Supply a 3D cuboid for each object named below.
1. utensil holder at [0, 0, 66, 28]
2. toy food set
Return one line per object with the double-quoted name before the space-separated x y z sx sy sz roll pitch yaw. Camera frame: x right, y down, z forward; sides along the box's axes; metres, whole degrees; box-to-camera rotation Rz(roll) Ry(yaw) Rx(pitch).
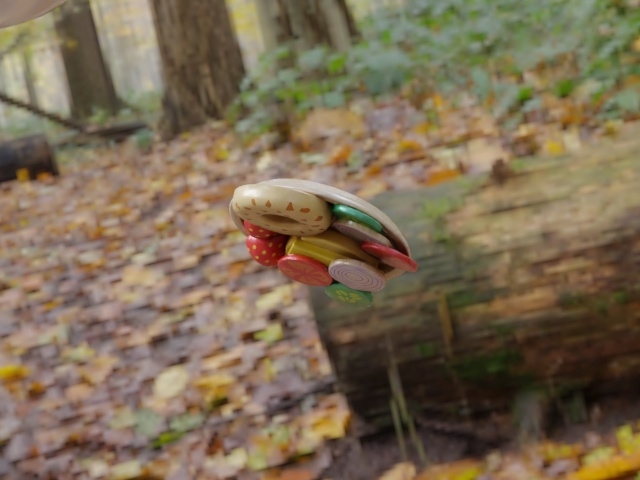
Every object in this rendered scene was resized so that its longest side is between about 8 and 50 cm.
"utensil holder" -0.107 -0.315 0.651 0.385 0.328 0.327 -32 -7 38
"toy food set" 0.000 0.000 0.616 0.082 0.020 0.083 20 -24 -3
